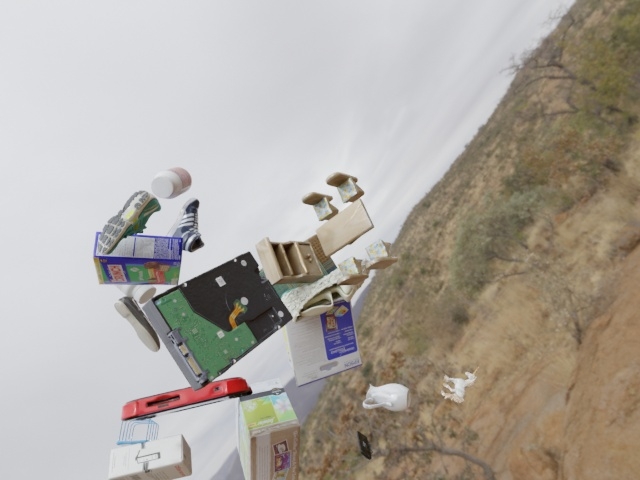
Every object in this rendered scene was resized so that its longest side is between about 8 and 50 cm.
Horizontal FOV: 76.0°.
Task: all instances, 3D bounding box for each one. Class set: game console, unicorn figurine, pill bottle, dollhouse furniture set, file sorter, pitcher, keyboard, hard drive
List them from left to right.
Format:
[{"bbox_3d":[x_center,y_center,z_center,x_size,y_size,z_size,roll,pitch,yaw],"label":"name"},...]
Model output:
[{"bbox_3d":[-0.911,0.197,1.977,0.131,0.229,0.131,-50,-13,-16],"label":"pill bottle"},{"bbox_3d":[-0.762,0.813,1.728,0.170,0.118,0.104,100,169,-56],"label":"file sorter"},{"bbox_3d":[-0.640,-0.245,1.756,0.121,0.121,0.216,-53,9,13],"label":"pill bottle"},{"bbox_3d":[-0.429,0.543,1.379,0.387,0.060,0.342,-9,-25,-10],"label":"game console"},{"bbox_3d":[-0.245,0.187,1.049,0.064,0.236,0.339,-36,-3,36],"label":"hard drive"},{"bbox_3d":[0.000,0.000,1.481,0.394,0.362,0.257,-35,-23,31],"label":"dollhouse furniture set"},{"bbox_3d":[0.225,1.076,2.126,0.038,0.100,0.192,-53,4,5],"label":"keyboard"},{"bbox_3d":[0.321,0.771,1.987,0.178,0.207,0.125,-29,-67,-63],"label":"pitcher"},{"bbox_3d":[0.506,0.528,1.496,0.060,0.111,0.162,84,-154,-43],"label":"unicorn figurine"}]

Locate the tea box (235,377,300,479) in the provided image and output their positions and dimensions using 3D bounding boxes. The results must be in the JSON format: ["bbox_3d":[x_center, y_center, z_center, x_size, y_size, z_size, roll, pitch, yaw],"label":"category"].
[{"bbox_3d":[-0.241,0.858,1.811,0.220,0.323,0.328,-5,-70,-22],"label":"tea box"}]

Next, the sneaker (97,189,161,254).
[{"bbox_3d":[-0.688,-0.052,1.487,0.275,0.107,0.110,-52,-37,-13],"label":"sneaker"}]

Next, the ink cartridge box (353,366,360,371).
[{"bbox_3d":[0.058,0.489,1.959,0.065,0.185,0.311,-42,27,-12],"label":"ink cartridge box"}]

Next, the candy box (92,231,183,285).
[{"bbox_3d":[-0.737,0.084,1.673,0.317,0.122,0.268,5,-29,-20],"label":"candy box"}]

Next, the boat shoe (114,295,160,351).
[{"bbox_3d":[-0.920,0.423,2.121,0.112,0.335,0.095,-28,12,37],"label":"boat shoe"}]

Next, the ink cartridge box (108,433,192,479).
[{"bbox_3d":[-0.501,0.665,1.227,0.203,0.085,0.148,-8,-42,-11],"label":"ink cartridge box"}]

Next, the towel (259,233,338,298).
[{"bbox_3d":[-0.102,0.177,1.819,0.370,0.271,0.040,-34,12,-14],"label":"towel"}]

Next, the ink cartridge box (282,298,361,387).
[{"bbox_3d":[0.004,0.408,1.701,0.304,0.307,0.072,-11,6,-23],"label":"ink cartridge box"}]

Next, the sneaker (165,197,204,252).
[{"bbox_3d":[-0.587,-0.066,1.897,0.099,0.153,0.282,91,-163,-59],"label":"sneaker"}]

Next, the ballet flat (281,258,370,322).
[{"bbox_3d":[0.042,0.209,1.608,0.409,0.147,0.147,-24,-18,-15],"label":"ballet flat"}]
